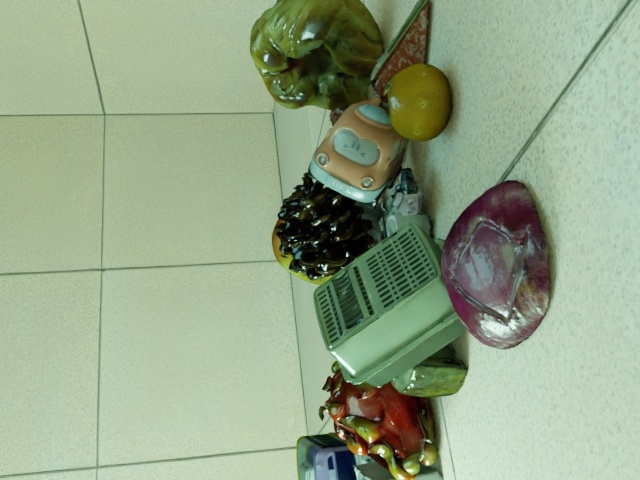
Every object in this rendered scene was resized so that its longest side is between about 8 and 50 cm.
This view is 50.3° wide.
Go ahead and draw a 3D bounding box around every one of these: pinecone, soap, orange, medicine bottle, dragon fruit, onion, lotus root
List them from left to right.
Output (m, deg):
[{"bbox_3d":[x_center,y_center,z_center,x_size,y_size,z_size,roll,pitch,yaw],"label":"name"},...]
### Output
[{"bbox_3d":[0.000,-0.026,1.641,0.257,0.243,0.243,45,-164,-33],"label":"pinecone"},{"bbox_3d":[0.099,-0.093,1.838,0.135,0.135,0.215,102,163,-53],"label":"medicine bottle"},{"bbox_3d":[0.137,0.389,1.529,0.243,0.227,0.307,-25,55,38],"label":"dragon fruit"},{"bbox_3d":[0.179,0.656,1.550,0.258,0.159,0.302,144,122,-75],"label":"soap"},{"bbox_3d":[0.187,-0.271,1.335,0.156,0.134,0.157,-170,90,-77],"label":"orange"},{"bbox_3d":[0.202,0.242,1.399,0.235,0.119,0.138,-125,34,-67],"label":"lotus root"},{"bbox_3d":[0.259,0.036,1.075,0.247,0.111,0.250,108,159,-66],"label":"onion"}]

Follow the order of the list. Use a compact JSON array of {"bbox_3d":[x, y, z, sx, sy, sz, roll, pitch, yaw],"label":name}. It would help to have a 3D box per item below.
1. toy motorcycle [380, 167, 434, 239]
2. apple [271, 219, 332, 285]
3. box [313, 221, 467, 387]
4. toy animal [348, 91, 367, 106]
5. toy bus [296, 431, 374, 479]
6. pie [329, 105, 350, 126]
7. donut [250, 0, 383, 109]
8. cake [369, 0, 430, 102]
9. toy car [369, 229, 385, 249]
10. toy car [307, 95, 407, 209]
[{"bbox_3d":[0.192,-0.015,1.456,0.239,0.108,0.204,60,-159,-53],"label":"toy motorcycle"},{"bbox_3d":[0.000,0.000,2.031,0.286,0.286,0.233,120,176,-71],"label":"apple"},{"bbox_3d":[0.136,0.124,1.276,0.166,0.290,0.221,45,-163,-32],"label":"box"},{"bbox_3d":[0.104,-0.447,1.962,0.070,0.083,0.159,28,-112,-70],"label":"toy animal"},{"bbox_3d":[0.062,0.653,1.906,0.440,0.249,0.209,132,135,-76],"label":"toy bus"},{"bbox_3d":[0.086,-0.321,1.931,0.154,0.036,0.154,39,158,19],"label":"pie"},{"bbox_3d":[-0.010,-0.493,1.766,0.360,0.360,0.170,101,170,-52],"label":"donut"},{"bbox_3d":[0.165,-0.404,1.460,0.086,0.116,0.220,-101,11,-65],"label":"cake"},{"bbox_3d":[0.167,0.013,1.680,0.142,0.069,0.055,107,154,-61],"label":"toy car"},{"bbox_3d":[0.104,-0.218,1.536,0.270,0.180,0.212,-48,-16,-55],"label":"toy car"}]
